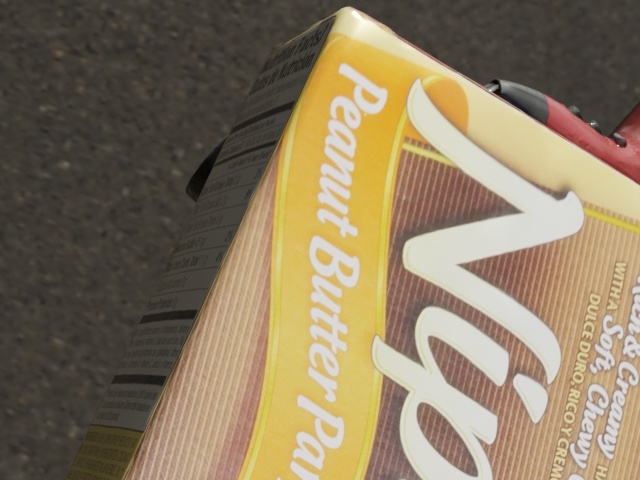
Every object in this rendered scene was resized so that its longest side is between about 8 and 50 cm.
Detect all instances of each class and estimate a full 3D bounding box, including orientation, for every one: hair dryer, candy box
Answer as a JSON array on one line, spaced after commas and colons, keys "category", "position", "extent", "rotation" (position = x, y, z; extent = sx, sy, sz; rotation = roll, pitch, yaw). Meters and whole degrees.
[{"category": "hair dryer", "position": [0.195, -0.049, 1.090], "extent": [0.293, 0.080, 0.223], "rotation": [-35, 147, -23]}, {"category": "candy box", "position": [0.008, 0.099, 0.579], "extent": [0.183, 0.087, 0.316], "rotation": [29, 75, -18]}]

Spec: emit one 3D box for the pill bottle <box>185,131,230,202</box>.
[{"category": "pill bottle", "position": [0.000, 0.000, 1.304], "extent": [0.123, 0.219, 0.123], "rotation": [-47, 176, -4]}]
